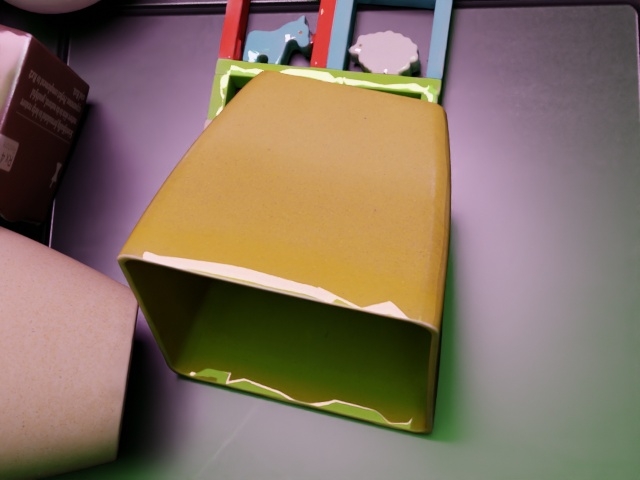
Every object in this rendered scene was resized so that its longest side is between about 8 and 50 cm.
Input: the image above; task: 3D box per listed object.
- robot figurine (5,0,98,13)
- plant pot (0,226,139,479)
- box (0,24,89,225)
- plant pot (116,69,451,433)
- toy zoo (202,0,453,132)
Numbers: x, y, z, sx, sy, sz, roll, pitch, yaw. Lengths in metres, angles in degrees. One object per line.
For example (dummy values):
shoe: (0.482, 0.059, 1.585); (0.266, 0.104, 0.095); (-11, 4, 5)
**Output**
robot figurine: (-0.266, -0.317, 0.968); (0.278, 0.173, 0.209); (46, 117, 16)
plant pot: (-0.277, 0.081, 0.842); (0.274, 0.256, 0.257); (8, 75, -7)
box: (-0.394, -0.136, 0.888); (0.381, 0.191, 0.143); (20, 87, 2)
plant pot: (0.000, 0.000, 0.843); (0.212, 0.212, 0.187); (12, 64, 10)
toy zoo: (0.019, -0.212, 0.979); (0.192, 0.030, 0.293); (6, 75, 9)
